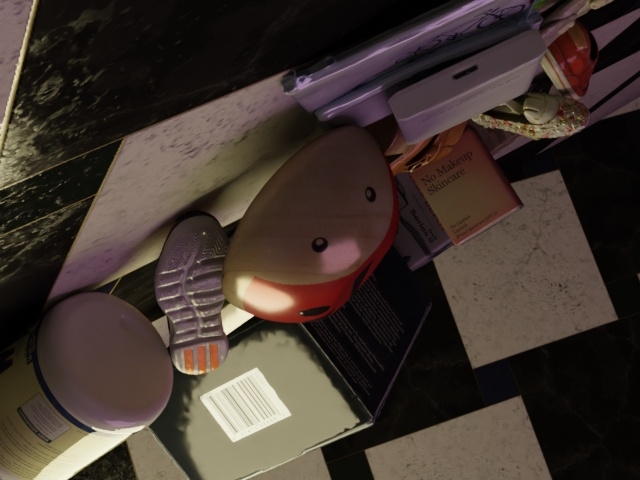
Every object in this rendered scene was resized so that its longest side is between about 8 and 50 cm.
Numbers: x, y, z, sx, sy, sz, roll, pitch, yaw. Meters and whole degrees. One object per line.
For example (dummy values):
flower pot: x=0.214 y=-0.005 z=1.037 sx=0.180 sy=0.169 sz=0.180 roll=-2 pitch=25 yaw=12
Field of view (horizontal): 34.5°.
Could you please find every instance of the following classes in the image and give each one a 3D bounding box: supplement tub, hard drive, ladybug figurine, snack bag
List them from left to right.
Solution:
supplement tub: x=-0.418 y=0.251 z=1.642 sx=0.325 sy=0.235 sz=0.235 roll=-36 pitch=172 yaw=32
ladybug figurine: x=0.000 y=0.000 z=1.478 sx=0.305 sy=0.162 sz=0.449 roll=-47 pitch=172 yaw=-10
snack bag: x=0.128 y=-0.224 z=1.294 sx=0.323 sy=0.037 sz=0.342 roll=-24 pitch=174 yaw=7
hard drive: x=0.199 y=-0.202 z=1.414 sx=0.203 sy=0.040 sz=0.307 roll=-25 pitch=177 yaw=6

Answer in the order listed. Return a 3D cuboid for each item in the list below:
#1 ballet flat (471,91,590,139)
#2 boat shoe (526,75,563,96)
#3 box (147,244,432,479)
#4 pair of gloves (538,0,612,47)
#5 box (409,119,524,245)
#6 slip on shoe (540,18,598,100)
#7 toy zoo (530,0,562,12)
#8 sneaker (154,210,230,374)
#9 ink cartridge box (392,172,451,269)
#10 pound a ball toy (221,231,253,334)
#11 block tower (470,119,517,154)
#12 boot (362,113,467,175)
ballet flat: x=0.364 y=-0.235 z=1.865 sx=0.241 sy=0.091 sz=0.077 roll=9 pitch=166 yaw=37
boat shoe: x=0.511 y=-0.339 z=2.290 sx=0.079 sy=0.084 sz=0.233 roll=7 pitch=-160 yaw=25
box: x=-0.074 y=0.231 z=2.200 sx=0.480 sy=0.297 sz=0.472 roll=-30 pitch=-170 yaw=30
pair of gloves: x=0.389 y=-0.349 z=1.566 sx=0.204 sy=0.042 sz=0.240 roll=-36 pitch=180 yaw=40
box: x=0.270 y=-0.124 z=2.000 sx=0.149 sy=0.232 sz=0.127 roll=-33 pitch=173 yaw=14
slip on shoe: x=0.453 y=-0.328 z=1.851 sx=0.101 sy=0.123 sz=0.331 roll=-34 pitch=168 yaw=17
toy zoo: x=0.298 y=-0.351 z=1.323 sx=0.192 sy=0.030 sz=0.293 roll=-29 pitch=173 yaw=-18
sneaker: x=-0.215 y=0.050 z=1.634 sx=0.125 sy=0.180 sz=0.321 roll=-6 pitch=132 yaw=-17
ink cartridge box: x=0.215 y=-0.068 z=2.277 sx=0.122 sy=0.211 sz=0.289 roll=-25 pitch=170 yaw=-34
pound a ball toy: x=-0.161 y=0.058 z=1.969 sx=0.319 sy=0.136 sz=0.208 roll=-35 pitch=-166 yaw=42
block tower: x=0.323 y=-0.201 z=2.295 sx=0.097 sy=0.091 sz=0.335 roll=-24 pitch=170 yaw=-46
boot: x=0.110 y=-0.138 z=1.737 sx=0.220 sy=0.109 sz=0.283 roll=-15 pitch=150 yaw=-48
